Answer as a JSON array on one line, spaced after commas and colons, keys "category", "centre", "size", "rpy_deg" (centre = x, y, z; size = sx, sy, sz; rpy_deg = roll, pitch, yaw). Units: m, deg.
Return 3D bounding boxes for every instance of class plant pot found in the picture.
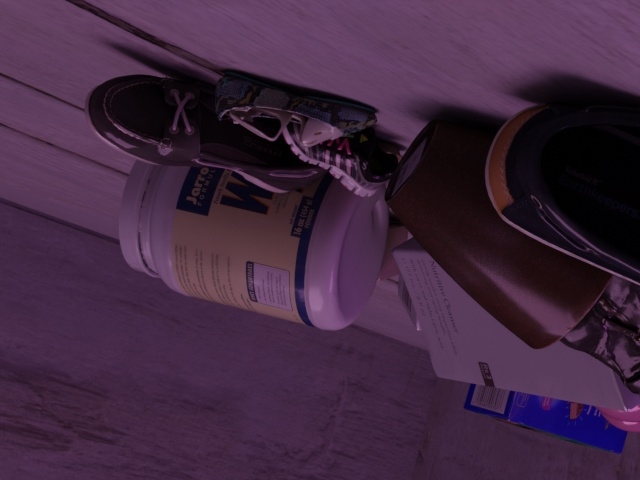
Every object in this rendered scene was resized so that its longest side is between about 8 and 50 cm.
[{"category": "plant pot", "centre": [0.194, -0.029, 1.519], "size": [0.230, 0.215, 0.215], "rpy_deg": [30, 170, -9]}]

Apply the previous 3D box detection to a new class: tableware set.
[{"category": "tableware set", "centre": [0.119, -0.095, 1.763], "size": [0.169, 0.020, 0.141], "rpy_deg": [15, 172, 6]}]

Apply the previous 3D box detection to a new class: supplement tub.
[{"category": "supplement tub", "centre": [-0.090, -0.019, 1.912], "size": [0.325, 0.235, 0.235], "rpy_deg": [12, 172, 19]}]

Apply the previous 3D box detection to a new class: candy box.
[{"category": "candy box", "centre": [0.428, 0.211, 2.408], "size": [0.317, 0.268, 0.122], "rpy_deg": [21, 173, -36]}]

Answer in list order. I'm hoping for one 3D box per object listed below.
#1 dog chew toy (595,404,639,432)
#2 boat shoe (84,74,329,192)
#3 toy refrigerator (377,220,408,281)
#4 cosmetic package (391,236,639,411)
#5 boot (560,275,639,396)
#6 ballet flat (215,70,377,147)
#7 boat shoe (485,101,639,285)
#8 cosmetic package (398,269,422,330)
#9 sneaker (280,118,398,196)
[{"category": "dog chew toy", "centre": [0.479, 0.181, 2.103], "size": [0.207, 0.206, 0.332], "rpy_deg": [12, 149, 23]}, {"category": "boat shoe", "centre": [-0.121, -0.138, 1.666], "size": [0.335, 0.112, 0.095], "rpy_deg": [15, 157, -40]}, {"category": "toy refrigerator", "centre": [0.000, 0.000, 2.284], "size": [0.270, 0.094, 0.102], "rpy_deg": [12, -169, 24]}, {"category": "cosmetic package", "centre": [0.291, 0.080, 1.830], "size": [0.156, 0.217, 0.385], "rpy_deg": [-28, -165, -28]}, {"category": "boot", "centre": [0.396, 0.075, 1.578], "size": [0.229, 0.263, 0.091], "rpy_deg": [31, -149, -8]}, {"category": "ballet flat", "centre": [-0.031, -0.140, 1.578], "size": [0.188, 0.070, 0.070], "rpy_deg": [14, 172, 5]}, {"category": "boat shoe", "centre": [0.400, -0.005, 1.297], "size": [0.500, 0.186, 0.156], "rpy_deg": [20, 178, 1]}, {"category": "cosmetic package", "centre": [0.246, 0.075, 2.122], "size": [0.231, 0.085, 0.117], "rpy_deg": [-3, -152, -12]}, {"category": "sneaker", "centre": [0.028, -0.116, 1.653], "size": [0.170, 0.063, 0.075], "rpy_deg": [35, 140, -30]}]
